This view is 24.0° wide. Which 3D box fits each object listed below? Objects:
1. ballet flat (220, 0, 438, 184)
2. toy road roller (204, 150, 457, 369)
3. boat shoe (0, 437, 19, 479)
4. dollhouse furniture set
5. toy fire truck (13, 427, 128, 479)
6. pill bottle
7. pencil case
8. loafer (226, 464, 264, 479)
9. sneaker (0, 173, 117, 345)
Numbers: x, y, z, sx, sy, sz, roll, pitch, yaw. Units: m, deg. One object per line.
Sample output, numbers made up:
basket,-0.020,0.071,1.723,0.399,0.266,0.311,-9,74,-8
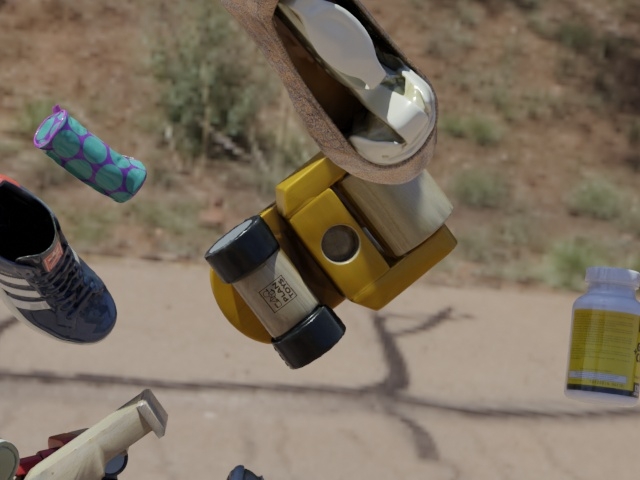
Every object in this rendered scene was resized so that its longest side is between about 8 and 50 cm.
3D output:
ballet flat,0.027,-0.128,1.213,0.106,0.108,0.316,33,-6,46
toy road roller,0.000,0.000,2.041,0.329,0.202,0.240,-38,11,-3
boat shoe,-0.451,0.324,1.785,0.068,0.081,0.228,15,56,39
dollhouse furniture set,-0.187,0.311,1.648,0.161,0.242,0.212,-35,5,-2
toy fire truck,-0.395,0.400,2.179,0.246,0.217,0.158,-9,4,-30
pill bottle,0.393,0.132,2.070,0.103,0.184,0.103,7,-7,1
pencil case,-0.312,-0.115,2.048,0.151,0.070,0.064,37,-33,-29
loafer,-0.063,0.355,1.611,0.087,0.094,0.251,8,46,-21
sneaker,-0.392,0.033,2.126,0.148,0.131,0.350,0,-36,47
